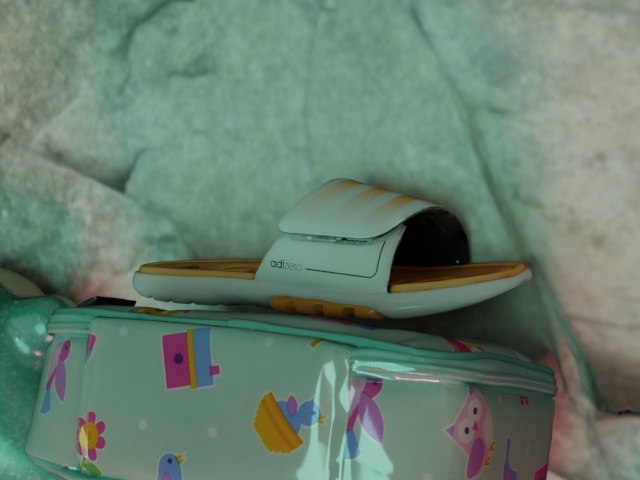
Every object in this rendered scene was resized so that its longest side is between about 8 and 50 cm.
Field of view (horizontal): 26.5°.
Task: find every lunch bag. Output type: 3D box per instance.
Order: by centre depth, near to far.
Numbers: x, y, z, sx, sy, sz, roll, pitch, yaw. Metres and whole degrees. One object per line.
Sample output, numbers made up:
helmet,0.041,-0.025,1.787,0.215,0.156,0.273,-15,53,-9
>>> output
lunch bag,-0.014,0.098,0.785,0.279,0.224,0.108,4,86,28

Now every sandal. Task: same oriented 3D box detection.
sandal,-0.006,0.001,0.821,0.265,0.102,0.076,1,97,29

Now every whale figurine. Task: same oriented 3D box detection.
whale figurine,-0.224,0.135,0.940,0.272,0.141,0.216,37,117,23
